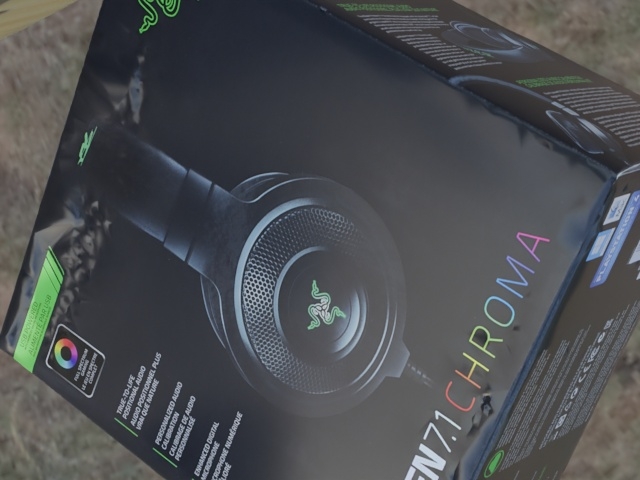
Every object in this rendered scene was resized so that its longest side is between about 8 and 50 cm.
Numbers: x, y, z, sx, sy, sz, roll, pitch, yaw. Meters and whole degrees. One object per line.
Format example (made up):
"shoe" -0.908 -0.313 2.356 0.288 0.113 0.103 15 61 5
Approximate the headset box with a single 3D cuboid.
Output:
"headset box" 0.000 0.000 0.689 0.131 0.283 0.246 -13 131 -55

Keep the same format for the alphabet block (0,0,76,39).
"alphabet block" -0.202 -0.160 0.569 0.193 0.197 0.192 -20 95 36
